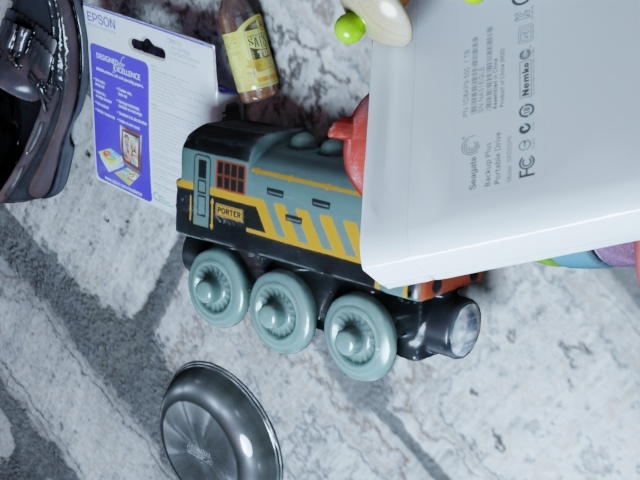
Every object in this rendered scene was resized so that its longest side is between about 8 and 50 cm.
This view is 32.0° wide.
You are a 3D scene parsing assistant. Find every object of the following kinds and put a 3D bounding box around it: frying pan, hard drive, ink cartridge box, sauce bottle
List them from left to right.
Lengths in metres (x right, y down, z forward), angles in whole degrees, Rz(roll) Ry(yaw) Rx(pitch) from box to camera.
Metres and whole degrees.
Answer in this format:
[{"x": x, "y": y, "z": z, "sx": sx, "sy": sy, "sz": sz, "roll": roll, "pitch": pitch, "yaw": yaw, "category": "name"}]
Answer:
[{"x": -0.163, "y": -0.131, "z": 1.163, "sx": 0.206, "sy": 0.045, "sz": 0.208, "roll": 25, "pitch": 127, "yaw": 35, "category": "ink cartridge box"}, {"x": -0.144, "y": 0.287, "z": 1.354, "sx": 0.197, "sy": 0.053, "sz": 0.326, "roll": 42, "pitch": 131, "yaw": 24, "category": "frying pan"}, {"x": -0.072, "y": -0.194, "z": 1.043, "sx": 0.042, "sy": 0.042, "sz": 0.128, "roll": -1, "pitch": 110, "yaw": 45, "category": "sauce bottle"}, {"x": 0.190, "y": -0.112, "z": 0.647, "sx": 0.353, "sy": 0.047, "sz": 0.233, "roll": -13, "pitch": 57, "yaw": 31, "category": "hard drive"}]

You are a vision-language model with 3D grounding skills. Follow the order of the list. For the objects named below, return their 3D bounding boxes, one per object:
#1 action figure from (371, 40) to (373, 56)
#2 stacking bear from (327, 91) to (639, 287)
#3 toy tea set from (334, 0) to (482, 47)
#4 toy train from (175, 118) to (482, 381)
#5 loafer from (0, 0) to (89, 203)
[{"x": 0.080, "y": -0.211, "z": 0.822, "sx": 0.139, "sy": 0.091, "sz": 0.280, "roll": 2, "pitch": 141, "yaw": 23, "category": "action figure"}, {"x": 0.144, "y": -0.056, "z": 0.788, "sx": 0.289, "sy": 0.175, "sz": 0.164, "roll": 9, "pitch": 100, "yaw": 37, "category": "stacking bear"}, {"x": 0.017, "y": -0.203, "z": 0.581, "sx": 0.200, "sy": 0.124, "sz": 0.336, "roll": 38, "pitch": 166, "yaw": 33, "category": "toy tea set"}, {"x": 0.000, "y": 0.000, "z": 1.006, "sx": 0.334, "sy": 0.142, "sz": 0.190, "roll": 15, "pitch": 110, "yaw": 40, "category": "toy train"}, {"x": -0.336, "y": -0.164, "z": 1.283, "sx": 0.109, "sy": 0.095, "sz": 0.302, "roll": 37, "pitch": 132, "yaw": 26, "category": "loafer"}]
